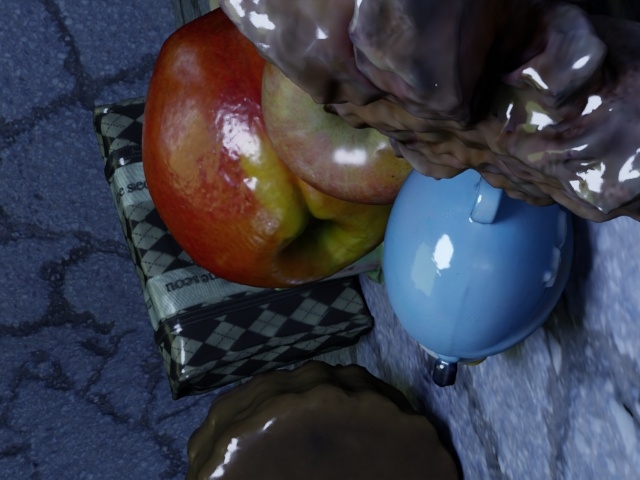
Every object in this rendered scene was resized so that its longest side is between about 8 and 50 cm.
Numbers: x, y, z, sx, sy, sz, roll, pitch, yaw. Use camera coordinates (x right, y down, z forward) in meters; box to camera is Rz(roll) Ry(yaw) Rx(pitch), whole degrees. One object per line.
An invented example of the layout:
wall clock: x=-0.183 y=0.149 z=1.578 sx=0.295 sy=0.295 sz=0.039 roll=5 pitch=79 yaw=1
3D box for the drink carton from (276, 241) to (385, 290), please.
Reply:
drink carton: x=0.000 y=0.000 z=1.502 sx=0.146 sy=0.142 sz=0.144 roll=-174 pitch=71 yaw=-77

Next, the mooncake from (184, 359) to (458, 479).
mooncake: x=0.000 y=0.303 z=1.388 sx=0.187 sy=0.324 sz=0.324 roll=-135 pitch=34 yaw=-73

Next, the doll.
doll: x=0.123 y=0.018 z=0.926 sx=0.314 sy=0.141 sz=0.177 roll=74 pitch=-150 yaw=-71

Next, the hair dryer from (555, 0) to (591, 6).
hair dryer: x=0.126 y=-0.308 z=0.644 sx=0.210 sy=0.125 sz=0.352 roll=168 pitch=96 yaw=-78

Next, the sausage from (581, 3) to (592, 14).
sausage: x=0.131 y=-0.205 z=0.805 sx=0.074 sy=0.074 sz=0.274 roll=117 pitch=140 yaw=-73

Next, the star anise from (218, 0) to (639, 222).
star anise: x=0.094 y=-0.085 z=0.637 sx=0.108 sy=0.315 sz=0.315 roll=-62 pitch=14 yaw=-1

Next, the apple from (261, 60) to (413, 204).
apple: x=0.047 y=-0.127 z=0.994 sx=0.174 sy=0.188 sz=0.188 roll=-60 pitch=-31 yaw=-56

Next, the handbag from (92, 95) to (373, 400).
handbag: x=-0.116 y=-0.021 z=1.665 sx=0.180 sy=0.316 sz=0.416 roll=118 pitch=134 yaw=-72

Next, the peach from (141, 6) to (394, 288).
peach: x=-0.048 y=-0.116 z=1.250 sx=0.308 sy=0.308 sz=0.332 roll=94 pitch=165 yaw=-55

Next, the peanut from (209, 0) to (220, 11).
peanut: x=-0.050 y=-0.338 z=1.375 sx=0.340 sy=0.158 sz=0.174 roll=95 pitch=-170 yaw=-45
